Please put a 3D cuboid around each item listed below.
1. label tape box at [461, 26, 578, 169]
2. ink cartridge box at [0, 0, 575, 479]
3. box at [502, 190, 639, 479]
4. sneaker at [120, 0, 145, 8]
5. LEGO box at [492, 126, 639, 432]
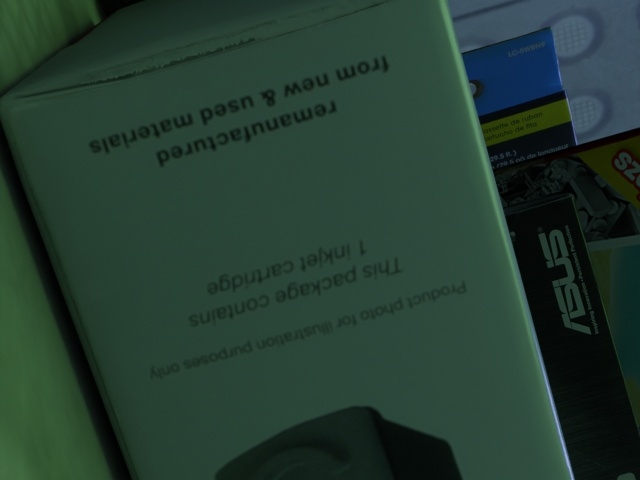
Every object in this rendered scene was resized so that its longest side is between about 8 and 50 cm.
[{"bbox_3d":[0.134,-0.055,1.355,0.106,0.240,0.334,-101,174,-56],"label":"label tape box"},{"bbox_3d":[0.012,0.058,0.493,0.226,0.131,0.306,-97,169,-74],"label":"ink cartridge box"},{"bbox_3d":[0.064,0.110,0.671,0.056,0.183,0.231,-57,132,-88],"label":"box"},{"bbox_3d":[-0.037,-0.067,0.678,0.222,0.083,0.118,50,26,-84],"label":"sneaker"},{"bbox_3d":[0.191,0.189,0.799,0.193,0.372,0.500,-57,130,-86],"label":"LEGO box"}]
